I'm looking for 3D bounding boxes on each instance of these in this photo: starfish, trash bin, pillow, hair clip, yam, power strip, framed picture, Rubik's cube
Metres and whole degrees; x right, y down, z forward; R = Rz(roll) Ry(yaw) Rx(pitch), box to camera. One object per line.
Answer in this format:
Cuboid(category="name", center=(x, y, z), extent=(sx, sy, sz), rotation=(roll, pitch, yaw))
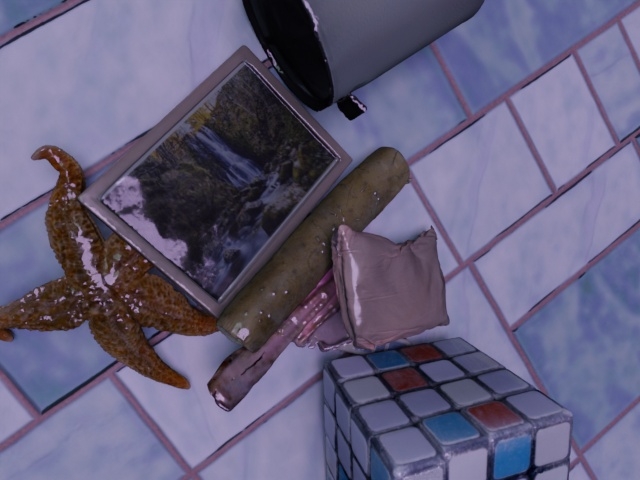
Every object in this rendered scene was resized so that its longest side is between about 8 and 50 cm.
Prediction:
Cuboid(category="starfish", center=(-0.282, 0.055, 0.659), extent=(0.327, 0.094, 0.375), rotation=(-17, 103, -16))
Cuboid(category="trash bin", center=(0.056, -0.333, 0.660), extent=(0.262, 0.217, 0.277), rotation=(-34, 103, -11))
Cuboid(category="pillow", center=(0.115, 0.061, 0.732), extent=(0.270, 0.067, 0.173), rotation=(-3, 88, -49))
Cuboid(category="hair clip", center=(-0.045, 0.121, 0.719), extent=(0.300, 0.069, 0.173), rotation=(-41, 89, -26))
Cuboid(category="yam", center=(0.000, 0.000, 0.702), extent=(0.371, 0.083, 0.083), rotation=(-46, 105, -24))
Cuboid(category="power strip", center=(0.068, 0.161, 0.796), extent=(0.191, 0.030, 0.047), rotation=(17, 88, -17))
Cuboid(category="framed picture", center=(-0.124, -0.087, 0.689), extent=(0.240, 0.020, 0.324), rotation=(46, 68, -14))
Cuboid(category="Rubik's cube", center=(0.159, 0.314, 0.701), extent=(0.253, 0.259, 0.256), rotation=(-7, 105, -18))

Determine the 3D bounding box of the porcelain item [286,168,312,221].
Cuboid(category="porcelain item", center=(-0.041, -0.037, 0.755), extent=(0.075, 0.021, 0.136), rotation=(10, 91, -16))
